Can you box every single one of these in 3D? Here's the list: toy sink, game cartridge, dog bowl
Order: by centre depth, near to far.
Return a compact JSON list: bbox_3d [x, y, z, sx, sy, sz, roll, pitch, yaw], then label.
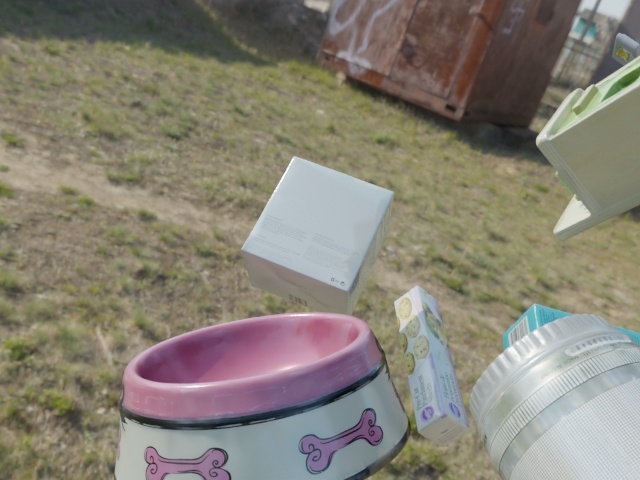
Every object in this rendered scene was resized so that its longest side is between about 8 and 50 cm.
[{"bbox_3d":[0.361,-0.128,0.891,0.131,0.234,0.153,50,49,-5],"label":"toy sink"},{"bbox_3d":[-0.087,0.212,1.013,0.408,0.150,0.408,-8,8,1],"label":"dog bowl"},{"bbox_3d":[0.612,-0.374,1.468,0.056,0.017,0.083,41,-4,25],"label":"game cartridge"}]

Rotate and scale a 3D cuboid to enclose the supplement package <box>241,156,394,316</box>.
[{"bbox_3d":[0.000,0.000,1.283,0.194,0.203,0.149,21,-25,12],"label":"supplement package"}]

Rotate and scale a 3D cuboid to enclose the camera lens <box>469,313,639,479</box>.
[{"bbox_3d":[0.316,0.244,0.796,0.219,0.219,0.274,7,37,-34],"label":"camera lens"}]

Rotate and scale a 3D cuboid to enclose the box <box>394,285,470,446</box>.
[{"bbox_3d":[0.194,0.213,1.320,0.063,0.067,0.324,36,28,-26],"label":"box"}]

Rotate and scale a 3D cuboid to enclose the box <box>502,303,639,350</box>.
[{"bbox_3d":[0.423,0.178,1.163,0.244,0.100,0.060,16,48,-12],"label":"box"}]
